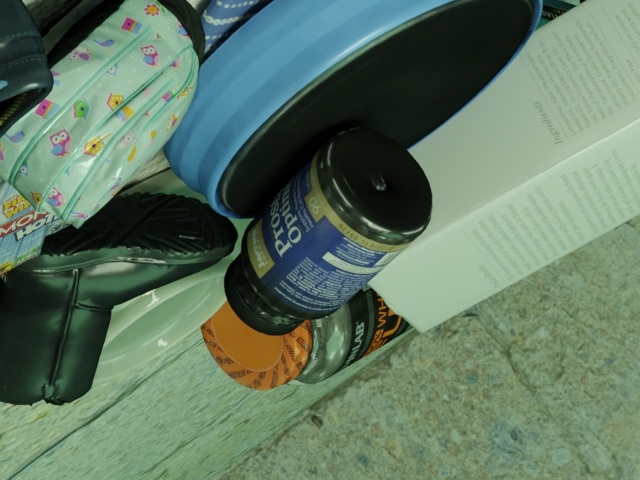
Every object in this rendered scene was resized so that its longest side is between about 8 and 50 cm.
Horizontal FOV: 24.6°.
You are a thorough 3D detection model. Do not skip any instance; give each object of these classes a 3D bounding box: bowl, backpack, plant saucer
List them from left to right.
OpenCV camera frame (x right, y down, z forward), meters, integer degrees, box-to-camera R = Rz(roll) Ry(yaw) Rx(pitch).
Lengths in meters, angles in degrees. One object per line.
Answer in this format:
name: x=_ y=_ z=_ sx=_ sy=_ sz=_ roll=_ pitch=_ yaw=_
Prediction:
backpack: x=-0.164 y=-0.099 z=1.069 sx=0.182 sy=0.115 sz=0.152 roll=-54 pitch=177 yaw=-44
plant saucer: x=-0.204 y=0.060 z=1.647 sx=0.400 sy=0.100 sz=0.400 roll=-34 pitch=167 yaw=-9
bowl: x=0.037 y=-0.150 z=1.381 sx=0.391 sy=0.077 sz=0.391 roll=-30 pitch=166 yaw=-8

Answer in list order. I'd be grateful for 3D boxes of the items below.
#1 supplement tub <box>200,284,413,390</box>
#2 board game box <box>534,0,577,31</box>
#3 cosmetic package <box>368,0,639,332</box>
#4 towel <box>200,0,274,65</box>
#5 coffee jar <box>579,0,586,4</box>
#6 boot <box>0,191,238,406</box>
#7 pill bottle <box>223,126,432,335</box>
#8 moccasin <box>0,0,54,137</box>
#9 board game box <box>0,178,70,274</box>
supplement tub: x=0.011 y=0.061 z=1.928 sx=0.338 sy=0.207 sz=0.207 roll=-26 pitch=164 yaw=-46
board game box: x=0.210 y=-0.172 z=1.721 sx=0.336 sy=0.079 sz=0.254 roll=5 pitch=141 yaw=-45
cosmetic package: x=0.242 y=-0.095 z=1.617 sx=0.453 sy=0.161 sz=0.230 roll=-30 pitch=152 yaw=9
towel: x=0.006 y=-0.247 z=1.259 sx=0.243 sy=0.040 sz=0.336 roll=-20 pitch=158 yaw=-43
coffee jar: x=0.386 y=-0.332 z=1.798 sx=0.096 sy=0.079 sz=0.184 roll=-32 pitch=167 yaw=-17
boot: x=-0.218 y=0.062 z=1.450 sx=0.246 sy=0.094 sz=0.207 roll=-7 pitch=134 yaw=-32
pill bottle: x=0.000 y=0.000 z=1.397 sx=0.123 sy=0.123 sz=0.219 roll=-22 pitch=164 yaw=-45
moccasin: x=-0.309 y=-0.038 z=0.986 sx=0.342 sy=0.117 sz=0.137 roll=-44 pitch=165 yaw=31
board game box: x=-0.244 y=-0.049 z=1.243 sx=0.194 sy=0.060 sz=0.194 roll=-29 pitch=166 yaw=-28
